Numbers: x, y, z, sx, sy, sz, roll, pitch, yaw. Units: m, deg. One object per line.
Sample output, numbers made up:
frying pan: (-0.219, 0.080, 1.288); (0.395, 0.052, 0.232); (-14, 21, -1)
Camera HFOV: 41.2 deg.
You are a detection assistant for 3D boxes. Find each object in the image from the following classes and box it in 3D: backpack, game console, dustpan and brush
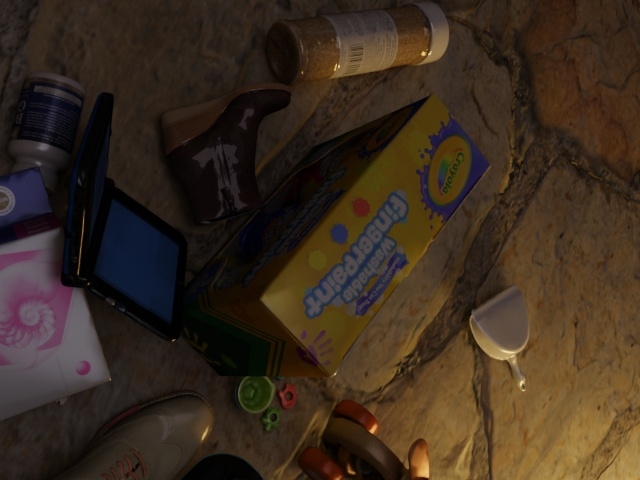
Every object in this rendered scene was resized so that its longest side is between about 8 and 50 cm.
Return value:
backpack: (-0.161, 0.430, 1.307); (0.188, 0.166, 0.144); (-48, 140, -23)
game console: (-0.266, -0.041, 1.238); (0.173, 0.293, 0.250); (8, 120, -12)
dustpan and brush: (0.386, 0.213, 1.747); (0.147, 0.060, 0.211); (-27, 90, -30)

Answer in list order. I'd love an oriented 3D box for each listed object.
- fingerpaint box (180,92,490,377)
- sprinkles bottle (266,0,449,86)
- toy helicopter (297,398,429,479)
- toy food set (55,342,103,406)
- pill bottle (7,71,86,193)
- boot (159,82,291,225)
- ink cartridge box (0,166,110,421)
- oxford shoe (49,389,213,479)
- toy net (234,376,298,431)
fingerpaint box: (0.000, 0.000, 1.356); (0.163, 0.371, 0.445); (48, 63, -16)
sprinkles bottle: (0.075, -0.374, 1.602); (0.355, 0.121, 0.121); (-16, 91, -32)
toy helicopter: (0.145, 0.432, 1.456); (0.355, 0.235, 0.140); (49, 62, -16)
toy food set: (-0.423, 0.147, 1.273); (0.192, 0.038, 0.132); (42, 64, -19)
pill bottle: (-0.419, -0.161, 1.289); (0.094, 0.094, 0.169); (16, 74, -28)
boot: (-0.135, -0.148, 1.448); (0.248, 0.090, 0.207); (-20, 82, -19)
ink cartridge box: (-0.495, 0.095, 1.175); (0.324, 0.071, 0.330); (-19, 99, -21)
oxford shoe: (-0.302, 0.360, 1.250); (0.397, 0.146, 0.140); (-36, 101, -30)
toy net: (-0.059, 0.211, 1.478); (0.122, 0.045, 0.232); (41, 64, -19)
